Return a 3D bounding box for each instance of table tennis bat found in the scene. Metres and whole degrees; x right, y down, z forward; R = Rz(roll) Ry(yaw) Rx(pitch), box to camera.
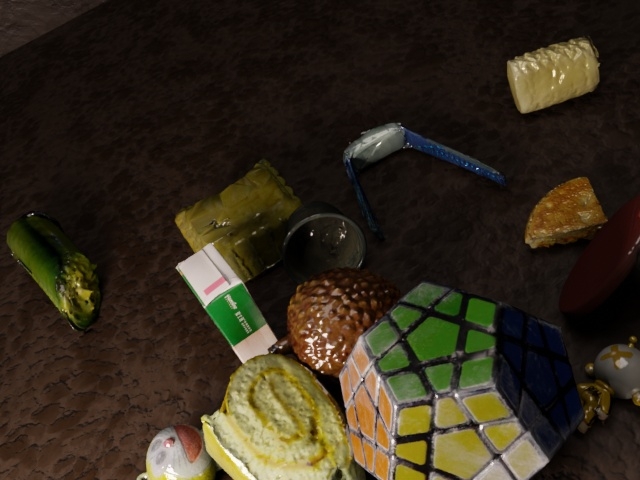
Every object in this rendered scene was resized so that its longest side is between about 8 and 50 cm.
[{"bbox_3d":[0.440,-0.004,1.101,0.038,0.310,0.200,32,44,2],"label":"table tennis bat"}]

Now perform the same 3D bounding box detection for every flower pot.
[{"bbox_3d":[0.000,0.000,1.405,0.157,0.157,0.107,-23,27,2],"label":"flower pot"}]

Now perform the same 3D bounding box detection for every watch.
[{"bbox_3d":[0.191,-0.151,1.517,0.276,0.068,0.274,-23,41,2],"label":"watch"}]

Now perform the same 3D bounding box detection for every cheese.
[{"bbox_3d":[0.468,-0.332,1.529,0.167,0.123,0.093,-17,41,6],"label":"cheese"}]

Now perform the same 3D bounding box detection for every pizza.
[{"bbox_3d":[0.428,-0.035,1.298,0.175,0.046,0.134,-37,42,-13],"label":"pizza"}]

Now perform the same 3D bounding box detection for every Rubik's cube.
[{"bbox_3d":[0.180,0.206,1.004,0.264,0.319,0.319,-25,33,43],"label":"Rubik's cube"}]

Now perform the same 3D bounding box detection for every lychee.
[{"bbox_3d":[0.028,0.135,1.213,0.238,0.200,0.200,-17,40,-9],"label":"lychee"}]

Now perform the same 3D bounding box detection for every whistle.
[{"bbox_3d":[-0.179,0.325,1.179,0.223,0.122,0.123,-22,39,-18],"label":"whistle"}]

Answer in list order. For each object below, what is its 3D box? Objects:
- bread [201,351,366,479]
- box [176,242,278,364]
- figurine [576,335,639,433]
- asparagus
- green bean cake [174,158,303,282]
[{"bbox_3d":[-0.052,0.297,1.105,0.186,0.124,0.257,-31,57,-29],"label":"bread"},{"bbox_3d":[-0.152,0.119,1.305,0.081,0.199,0.135,-36,40,-8],"label":"box"},{"bbox_3d":[0.397,0.201,1.061,0.143,0.068,0.101,-34,32,15],"label":"figurine"},{"bbox_3d":[-0.563,0.059,1.639,0.128,0.108,0.382,-39,45,-17],"label":"asparagus"},{"bbox_3d":[-0.157,-0.042,1.531,0.236,0.124,0.233,-33,42,-8],"label":"green bean cake"}]
